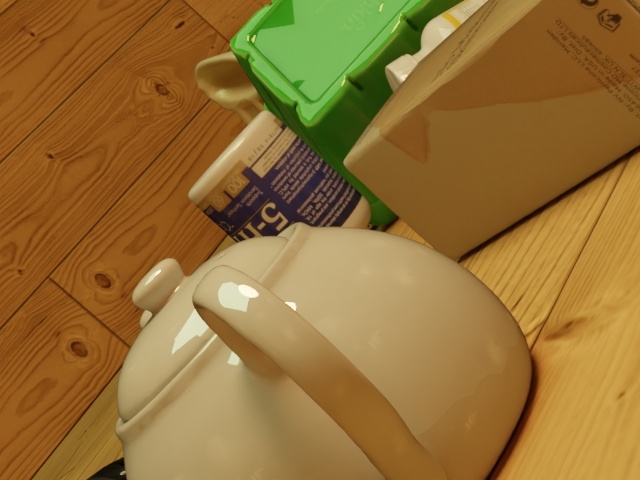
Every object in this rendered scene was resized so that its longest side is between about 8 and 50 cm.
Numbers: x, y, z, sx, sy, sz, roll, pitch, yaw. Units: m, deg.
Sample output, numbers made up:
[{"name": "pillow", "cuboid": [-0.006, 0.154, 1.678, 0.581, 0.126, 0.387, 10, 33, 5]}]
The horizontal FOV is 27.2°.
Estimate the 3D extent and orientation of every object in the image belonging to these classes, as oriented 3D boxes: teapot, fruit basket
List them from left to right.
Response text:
[{"name": "teapot", "cuboid": [-0.023, 0.079, 0.715, 0.256, 0.187, 0.252, -42, 9, 33]}, {"name": "fruit basket", "cuboid": [0.119, -0.214, 1.477, 0.392, 0.283, 0.392, -25, -39, -22]}]

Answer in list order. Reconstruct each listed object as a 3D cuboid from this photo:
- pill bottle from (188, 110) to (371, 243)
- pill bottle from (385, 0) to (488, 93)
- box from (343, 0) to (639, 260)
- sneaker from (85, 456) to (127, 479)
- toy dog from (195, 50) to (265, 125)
[{"name": "pill bottle", "cuboid": [-0.019, -0.020, 1.223, 0.112, 0.187, 0.112, -47, 7, 7]}, {"name": "pill bottle", "cuboid": [0.153, -0.165, 1.141, 0.184, 0.103, 0.103, -31, 6, -3]}, {"name": "box", "cuboid": [0.161, -0.117, 0.932, 0.148, 0.121, 0.311, -54, 9, -34]}, {"name": "sneaker", "cuboid": [-0.202, 0.254, 1.265, 0.097, 0.084, 0.234, -46, 7, 7]}, {"name": "toy dog", "cuboid": [0.067, -0.319, 1.988, 0.408, 0.284, 0.395, -50, 7, -30]}]
